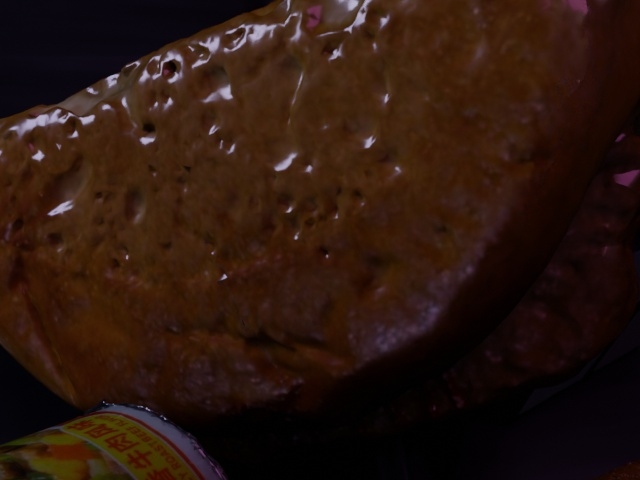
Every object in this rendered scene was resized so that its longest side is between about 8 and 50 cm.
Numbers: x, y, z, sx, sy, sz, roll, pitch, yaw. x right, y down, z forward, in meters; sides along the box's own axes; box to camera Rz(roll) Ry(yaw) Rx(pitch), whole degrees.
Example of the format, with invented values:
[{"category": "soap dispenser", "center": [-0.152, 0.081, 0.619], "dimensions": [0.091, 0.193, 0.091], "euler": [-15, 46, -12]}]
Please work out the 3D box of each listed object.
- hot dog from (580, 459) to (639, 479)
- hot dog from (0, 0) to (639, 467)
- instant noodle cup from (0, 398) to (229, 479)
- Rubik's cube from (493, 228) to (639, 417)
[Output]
[{"category": "hot dog", "center": [0.228, 0.164, 0.587], "dimensions": [0.289, 0.068, 0.083], "euler": [-9, 44, -27]}, {"category": "hot dog", "center": [-0.001, 0.000, 0.505], "dimensions": [0.185, 0.405, 0.223], "euler": [-21, 95, -63]}, {"category": "instant noodle cup", "center": [-0.138, 0.160, 0.371], "dimensions": [0.193, 0.193, 0.212], "euler": [41, 38, 21]}, {"category": "Rubik's cube", "center": [0.156, -0.017, 0.661], "dimensions": [0.167, 0.180, 0.183], "euler": [-20, 54, -37]}]
